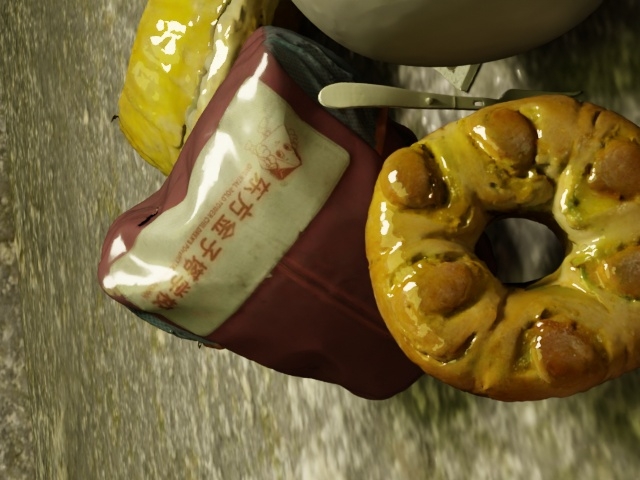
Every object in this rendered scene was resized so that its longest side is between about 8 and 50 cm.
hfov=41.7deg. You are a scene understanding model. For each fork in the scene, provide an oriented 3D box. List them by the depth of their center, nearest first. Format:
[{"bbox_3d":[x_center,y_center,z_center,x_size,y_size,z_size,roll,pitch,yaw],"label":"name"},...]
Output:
[{"bbox_3d":[0.105,-0.107,0.671,0.028,0.219,0.034,-173,82,-76],"label":"fork"}]

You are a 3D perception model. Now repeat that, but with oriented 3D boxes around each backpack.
[{"bbox_3d":[0.000,0.000,0.761,0.283,0.317,0.197,-50,20,20],"label":"backpack"}]

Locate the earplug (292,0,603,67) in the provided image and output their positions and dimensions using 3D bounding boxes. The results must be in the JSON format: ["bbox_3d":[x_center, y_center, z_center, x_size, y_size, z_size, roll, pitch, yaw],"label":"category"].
[{"bbox_3d":[0.083,-0.330,0.610,0.312,0.312,0.394,-8,83,58],"label":"earplug"}]

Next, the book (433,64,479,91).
[{"bbox_3d":[0.119,-0.245,0.828,0.182,0.014,0.127,57,135,41],"label":"book"}]

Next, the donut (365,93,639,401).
[{"bbox_3d":[0.143,0.009,0.604,0.114,0.226,0.227,56,-152,-79],"label":"donut"}]

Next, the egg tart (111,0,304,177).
[{"bbox_3d":[-0.117,-0.199,0.939,0.388,0.169,0.388,-161,90,-86],"label":"egg tart"}]
